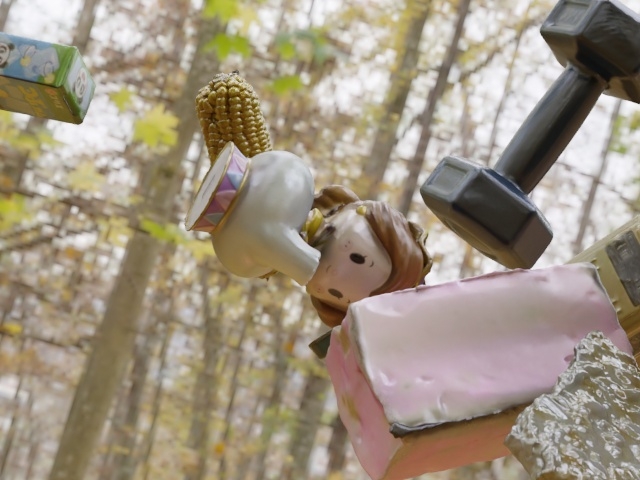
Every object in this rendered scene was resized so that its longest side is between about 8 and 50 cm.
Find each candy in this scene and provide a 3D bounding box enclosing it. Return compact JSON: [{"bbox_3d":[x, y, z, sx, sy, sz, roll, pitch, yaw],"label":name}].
[{"bbox_3d":[-0.368,-0.195,1.597,0.194,0.062,0.097,12,-21,11],"label":"candy"},{"bbox_3d":[0.152,0.118,1.292,0.265,0.155,0.116,-11,-33,-16],"label":"candy"}]

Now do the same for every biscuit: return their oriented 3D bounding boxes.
[{"bbox_3d":[0.227,0.153,1.054,0.141,0.038,0.290,37,23,11],"label":"biscuit"}]

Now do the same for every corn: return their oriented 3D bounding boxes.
[{"bbox_3d":[-0.106,-0.092,2.025,0.102,0.313,0.102,-15,12,3],"label":"corn"}]

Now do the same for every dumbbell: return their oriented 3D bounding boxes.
[{"bbox_3d":[0.259,-0.127,1.569,0.156,0.316,0.143,36,-2,3],"label":"dumbbell"}]

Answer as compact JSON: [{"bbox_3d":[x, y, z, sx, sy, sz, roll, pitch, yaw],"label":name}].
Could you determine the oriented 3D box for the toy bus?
[{"bbox_3d":[0.404,0.113,1.957,0.202,0.365,0.177,24,37,-48],"label":"toy bus"}]

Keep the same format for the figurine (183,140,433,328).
[{"bbox_3d":[0.000,0.000,1.410,0.263,0.142,0.189,26,27,-15],"label":"figurine"}]

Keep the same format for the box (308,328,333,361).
[{"bbox_3d":[0.029,0.153,2.110,0.031,0.091,0.126,57,-3,10],"label":"box"}]
